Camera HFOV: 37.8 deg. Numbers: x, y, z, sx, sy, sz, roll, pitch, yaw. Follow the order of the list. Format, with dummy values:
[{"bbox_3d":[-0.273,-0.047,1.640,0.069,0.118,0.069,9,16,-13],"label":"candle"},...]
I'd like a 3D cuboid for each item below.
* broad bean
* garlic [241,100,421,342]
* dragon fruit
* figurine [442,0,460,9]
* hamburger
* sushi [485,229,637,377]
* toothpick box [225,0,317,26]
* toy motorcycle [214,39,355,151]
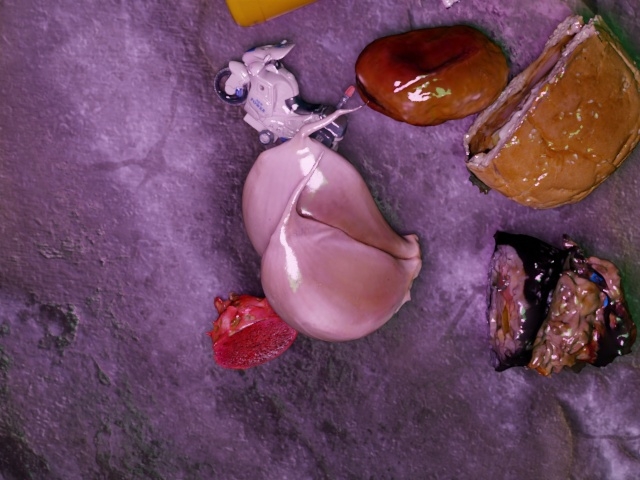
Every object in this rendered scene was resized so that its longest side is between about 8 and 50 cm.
[{"bbox_3d":[0.167,-0.250,1.408,0.229,0.156,0.122,-6,146,-5],"label":"broad bean"},{"bbox_3d":[0.000,0.000,1.383,0.246,0.231,0.340,-9,134,17],"label":"garlic"},{"bbox_3d":[-0.116,0.126,1.520,0.153,0.153,0.111,-29,61,7],"label":"dragon fruit"},{"bbox_3d":[0.172,-0.400,1.411,0.060,0.047,0.106,-21,114,42],"label":"figurine"},{"bbox_3d":[0.366,-0.168,1.406,0.211,0.132,0.309,33,104,-23],"label":"hamburger"},{"bbox_3d":[0.369,0.101,1.444,0.219,0.238,0.225,3,92,6],"label":"sushi"},{"bbox_3d":[-0.021,-0.429,1.339,0.271,0.175,0.175,-19,103,2],"label":"toothpick box"},{"bbox_3d":[-0.050,-0.217,1.433,0.221,0.102,0.150,38,122,-5],"label":"toy motorcycle"}]
